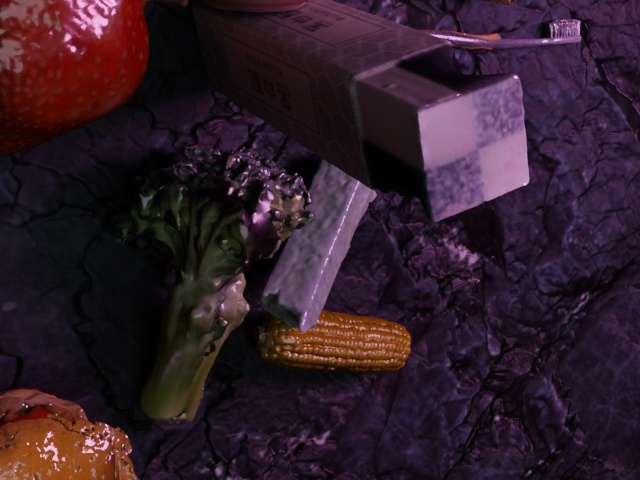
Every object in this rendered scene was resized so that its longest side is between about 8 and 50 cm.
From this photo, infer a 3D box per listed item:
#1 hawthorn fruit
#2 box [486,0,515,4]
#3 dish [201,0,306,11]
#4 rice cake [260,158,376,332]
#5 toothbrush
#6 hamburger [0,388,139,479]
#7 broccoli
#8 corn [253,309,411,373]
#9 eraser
[{"bbox_3d":[-0.226,-0.180,0.884,0.253,0.205,0.205,-20,115,-33],"label":"hawthorn fruit"},{"bbox_3d":[0.251,-0.382,1.180,0.237,0.070,0.152,-35,120,-20],"label":"box"},{"bbox_3d":[-0.050,-0.268,0.962,0.213,0.213,0.090,-20,131,-24],"label":"dish"},{"bbox_3d":[0.000,0.000,1.119,0.069,0.063,0.206,60,50,-67],"label":"rice cake"},{"bbox_3d":[0.170,-0.225,1.205,0.321,0.023,0.031,-10,103,-29],"label":"toothbrush"},{"bbox_3d":[-0.291,0.256,1.000,0.244,0.163,0.244,-7,102,-34],"label":"hamburger"},{"bbox_3d":[-0.117,0.051,1.065,0.145,0.165,0.304,-21,134,-58],"label":"broccoli"},{"bbox_3d":[0.014,0.112,1.191,0.207,0.068,0.068,10,100,-36],"label":"corn"},{"bbox_3d":[0.014,-0.133,0.910,0.096,0.404,0.098,-22,120,-20],"label":"eraser"}]
